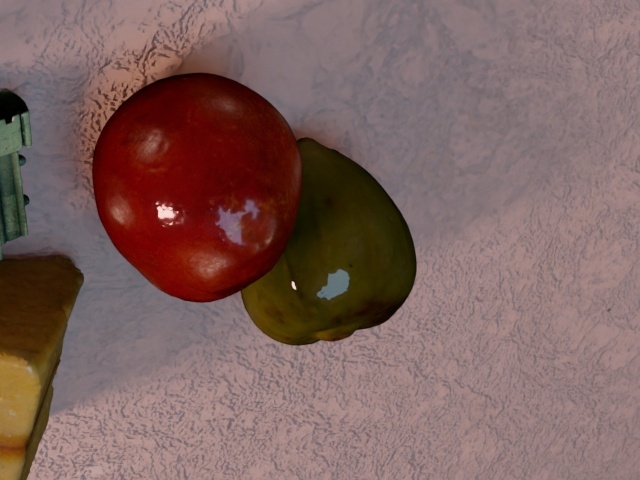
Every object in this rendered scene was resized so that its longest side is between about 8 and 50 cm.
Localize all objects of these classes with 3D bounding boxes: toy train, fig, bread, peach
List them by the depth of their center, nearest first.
[{"bbox_3d":[-0.330,-0.056,1.352,0.111,0.071,0.171,-22,131,-29],"label":"toy train"},{"bbox_3d":[-0.122,-0.048,1.385,0.199,0.243,0.243,-4,123,-24],"label":"peach"},{"bbox_3d":[-0.449,0.121,1.407,0.361,0.245,0.233,15,117,-7],"label":"bread"},{"bbox_3d":[0.000,0.000,1.552,0.203,0.203,0.225,-12,84,-27],"label":"fig"}]
